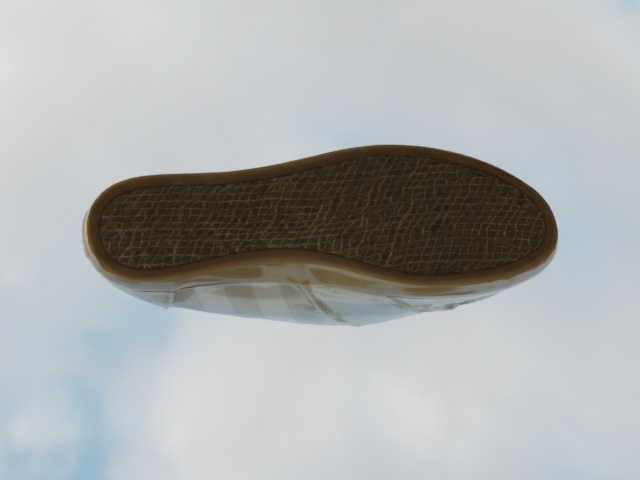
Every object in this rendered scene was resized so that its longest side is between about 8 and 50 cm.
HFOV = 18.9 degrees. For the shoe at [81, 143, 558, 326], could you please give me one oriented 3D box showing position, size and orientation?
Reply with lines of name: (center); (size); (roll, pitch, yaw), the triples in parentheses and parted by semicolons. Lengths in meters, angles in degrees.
shoe: (0.000, 0.000, 0.895); (0.219, 0.058, 0.076); (0, -115, -2)
